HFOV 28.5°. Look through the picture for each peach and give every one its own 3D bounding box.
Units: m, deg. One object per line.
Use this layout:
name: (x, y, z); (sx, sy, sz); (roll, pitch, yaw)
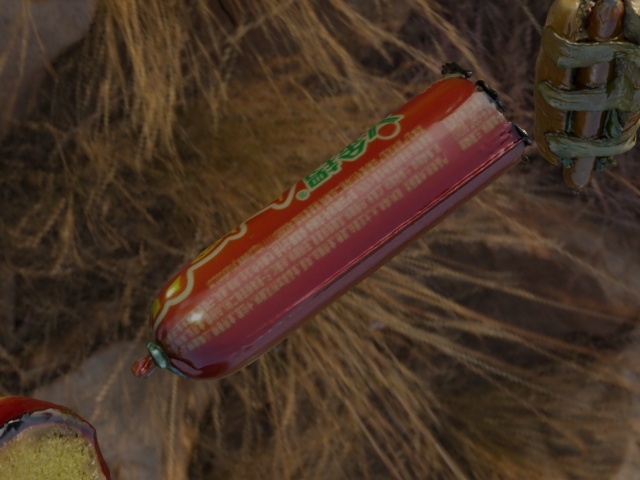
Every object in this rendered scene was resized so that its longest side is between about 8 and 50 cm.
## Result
peach: (-0.231, 0.188, 0.892); (0.172, 0.092, 0.127); (-58, 133, -25)

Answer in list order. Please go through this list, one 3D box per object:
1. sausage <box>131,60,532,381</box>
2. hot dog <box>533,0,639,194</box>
sausage: (0.000, 0.000, 0.733); (0.264, 0.083, 0.083); (-37, 127, -10)
hot dog: (0.252, -0.138, 1.169); (0.109, 0.072, 0.270); (4, 146, 7)
